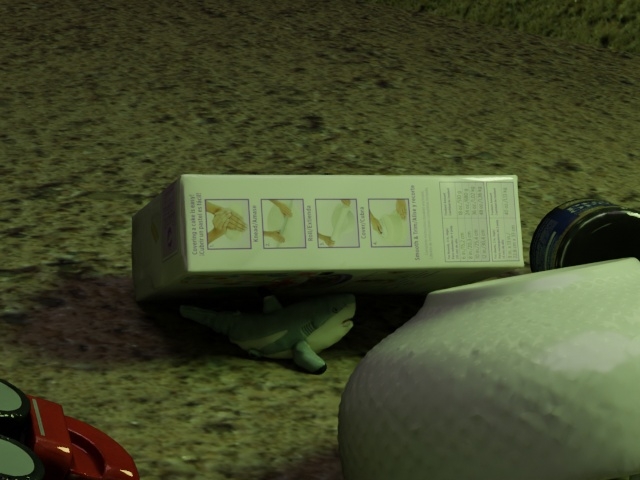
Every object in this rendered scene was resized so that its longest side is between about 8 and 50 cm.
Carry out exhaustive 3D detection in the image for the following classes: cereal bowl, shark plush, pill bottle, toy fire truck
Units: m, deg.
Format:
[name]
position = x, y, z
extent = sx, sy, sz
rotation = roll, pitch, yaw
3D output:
[cereal bowl]
position = 0.172, 0.094, 1.209
extent = 0.339, 0.141, 0.339
rotation = -9, -1, 0
[shark plush]
position = -0.049, 0.072, 1.526
extent = 0.161, 0.067, 0.073
rotation = 10, 19, 13
[pill bottle]
position = 0.283, 0.019, 1.667
extent = 0.123, 0.122, 0.219
rotation = 4, 5, -4
[toy fire truck]
position = -0.134, 0.191, 1.063
extent = 0.246, 0.158, 0.217
rotation = 19, 17, -24

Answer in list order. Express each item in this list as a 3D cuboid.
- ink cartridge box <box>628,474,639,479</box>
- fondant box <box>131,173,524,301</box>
[ink cartridge box]
position = 0.368, 0.216, 1.126
extent = 0.273, 0.114, 0.197
rotation = -8, 23, -36
[fondant box]
position = 0.000, 0.000, 1.574
extent = 0.330, 0.096, 0.238
rotation = -2, -8, -18
